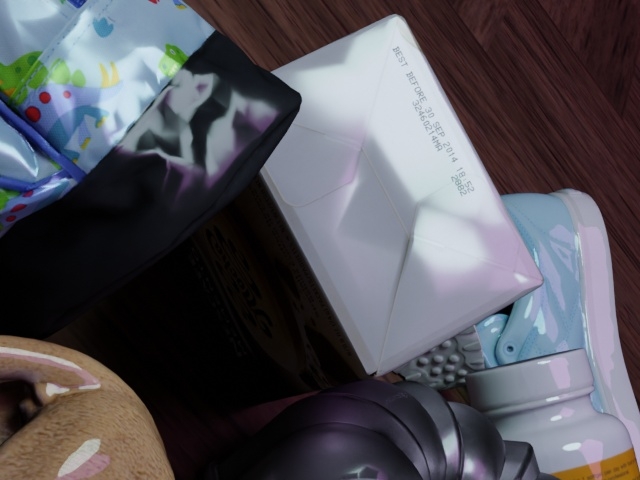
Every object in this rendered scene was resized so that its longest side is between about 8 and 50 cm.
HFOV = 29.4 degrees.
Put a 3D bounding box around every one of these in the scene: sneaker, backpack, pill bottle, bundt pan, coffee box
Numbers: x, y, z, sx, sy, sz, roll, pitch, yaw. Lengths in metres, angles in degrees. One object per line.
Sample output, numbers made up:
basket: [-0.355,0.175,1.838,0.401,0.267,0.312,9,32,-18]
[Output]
sneaker: [0.193,0.131,1.120,0.150,0.135,0.366,-1,70,-15]
backpack: [-0.240,-0.091,0.546,0.356,0.290,0.273,53,51,-9]
sneaker: [0.062,0.029,1.031,0.235,0.090,0.095,50,23,-20]
pill bottle: [0.193,0.217,0.978,0.136,0.136,0.246,-5,80,-54]
bundt pan: [0.084,0.212,0.777,0.330,0.124,0.331,32,21,-14]
coffee box: [0.000,0.000,0.771,0.118,0.297,0.168,-27,87,-16]

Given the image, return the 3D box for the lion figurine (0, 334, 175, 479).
lion figurine: [-0.113,0.181,0.528,0.240,0.142,0.392,-15,117,-30]
